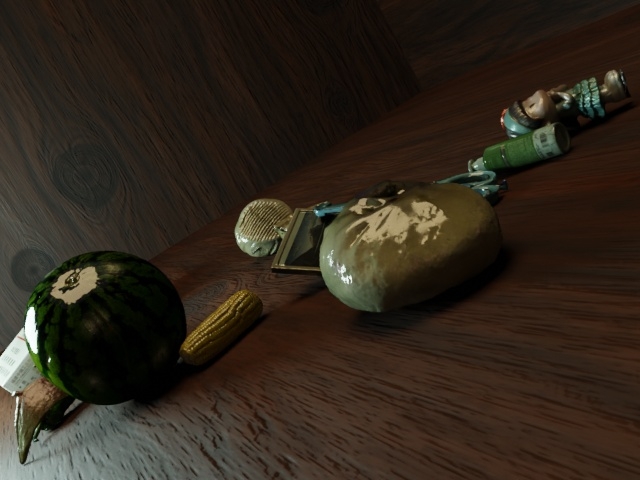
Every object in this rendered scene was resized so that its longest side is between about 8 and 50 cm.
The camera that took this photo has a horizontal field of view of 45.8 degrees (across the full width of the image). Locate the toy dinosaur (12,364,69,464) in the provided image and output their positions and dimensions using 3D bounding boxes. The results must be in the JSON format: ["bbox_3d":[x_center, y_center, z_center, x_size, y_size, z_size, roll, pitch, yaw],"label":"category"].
[{"bbox_3d":[-0.481,0.292,1.505,0.207,0.112,0.327,6,34,-4],"label":"toy dinosaur"}]

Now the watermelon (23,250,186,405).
[{"bbox_3d":[-0.394,0.160,1.396,0.285,0.285,0.285,-29,11,6],"label":"watermelon"}]

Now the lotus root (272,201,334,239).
[{"bbox_3d":[0.003,-0.004,1.575,0.135,0.095,0.159,-32,48,-25],"label":"lotus root"}]

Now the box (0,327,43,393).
[{"bbox_3d":[-0.727,0.255,2.019,0.210,0.095,0.330,0,51,57],"label":"box"}]

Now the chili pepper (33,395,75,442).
[{"bbox_3d":[-0.525,0.324,1.578,0.122,0.065,0.279,0,31,30],"label":"chili pepper"}]

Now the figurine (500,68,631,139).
[{"bbox_3d":[0.481,-0.259,1.502,0.246,0.110,0.138,-21,11,20],"label":"figurine"}]

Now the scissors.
[{"bbox_3d":[0.162,-0.075,1.448,0.393,0.032,0.180,-6,20,26],"label":"scissors"}]

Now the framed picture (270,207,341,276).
[{"bbox_3d":[0.000,0.000,1.484,0.150,0.015,0.203,3,38,14],"label":"framed picture"}]

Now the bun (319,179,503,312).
[{"bbox_3d":[0.121,-0.001,1.094,0.273,0.168,0.273,-21,13,5],"label":"bun"}]

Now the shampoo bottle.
[{"bbox_3d":[0.373,-0.164,1.452,0.205,0.065,0.065,-17,16,44],"label":"shampoo bottle"}]

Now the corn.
[{"bbox_3d":[-0.183,0.162,1.404,0.072,0.072,0.203,-20,16,44],"label":"corn"}]

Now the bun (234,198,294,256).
[{"bbox_3d":[-0.149,-0.024,2.046,0.173,0.166,0.113,-26,-34,-17],"label":"bun"}]
